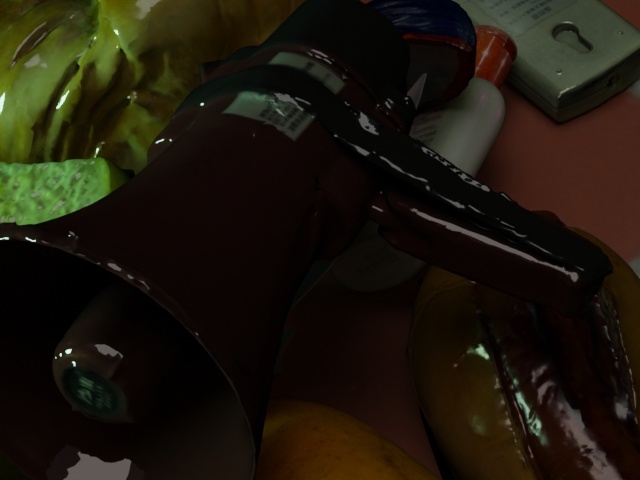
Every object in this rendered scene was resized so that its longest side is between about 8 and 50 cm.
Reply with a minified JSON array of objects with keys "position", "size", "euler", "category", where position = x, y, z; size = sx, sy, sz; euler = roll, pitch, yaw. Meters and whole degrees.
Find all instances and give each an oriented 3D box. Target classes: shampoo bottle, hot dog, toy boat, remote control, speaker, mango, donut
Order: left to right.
[{"position":[-0.131,-0.166,1.250],"size":[0.360,0.170,0.360],"euler":[-24,30,15],"category":"donut"},{"position":[-0.012,-0.011,0.966],"size":[0.259,0.198,0.329],"euler":[4,39,39],"category":"speaker"},{"position":[0.017,-0.053,1.175],"size":[0.219,0.072,0.318],"euler":[-37,25,33],"category":"toy boat"},{"position":[0.020,0.174,1.003],"size":[0.252,0.154,0.126],"euler":[22,62,42],"category":"mango"},{"position":[0.080,-0.062,1.234],"size":[0.051,0.108,0.221],"euler":[41,54,-15],"category":"shampoo bottle"},{"position":[0.143,-0.179,1.360],"size":[0.098,0.038,0.233],"euler":[-32,53,-18],"category":"remote control"},{"position":[0.154,0.088,1.078],"size":[0.194,0.107,0.326],"euler":[-24,50,-12],"category":"hot dog"}]

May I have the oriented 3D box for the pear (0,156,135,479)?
[{"position":[-0.248,0.100,1.090],"size":[0.286,0.176,0.282],"euler":[-2,50,13],"category":"pear"}]
